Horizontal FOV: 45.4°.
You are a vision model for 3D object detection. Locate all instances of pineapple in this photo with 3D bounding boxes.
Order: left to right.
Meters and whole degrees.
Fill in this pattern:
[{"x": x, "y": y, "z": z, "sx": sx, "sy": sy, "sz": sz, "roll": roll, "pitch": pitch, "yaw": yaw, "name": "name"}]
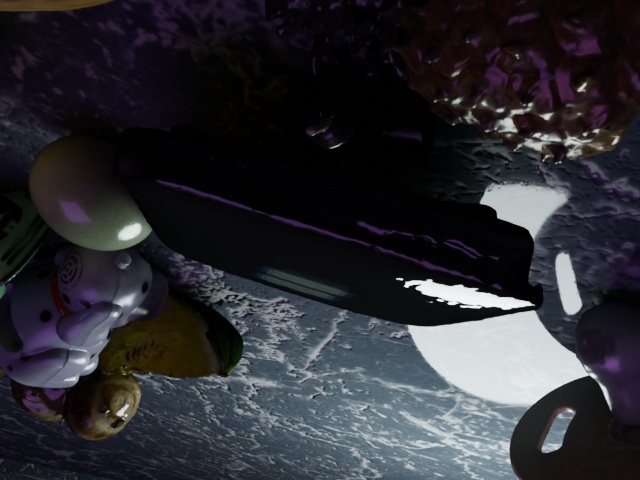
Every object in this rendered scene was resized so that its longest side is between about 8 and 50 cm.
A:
[{"x": 0.075, "y": -0.157, "z": 0.490, "sx": 0.278, "sy": 0.158, "sz": 0.158, "roll": 23, "pitch": 152, "yaw": 11, "name": "pineapple"}]

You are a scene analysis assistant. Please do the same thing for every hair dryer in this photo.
[{"x": 0.016, "y": -0.088, "z": 0.579, "sx": 0.124, "sy": 0.071, "sz": 0.219, "roll": 5, "pitch": -168, "yaw": 13, "name": "hair dryer"}]

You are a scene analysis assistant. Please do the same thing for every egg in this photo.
[{"x": -0.238, "y": -0.048, "z": 0.818, "sx": 0.114, "sy": 0.114, "sz": 0.152, "roll": -6, "pitch": 148, "yaw": 31, "name": "egg"}]

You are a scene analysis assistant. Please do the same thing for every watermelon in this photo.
[{"x": -0.217, "y": 0.151, "z": 1.136, "sx": 0.301, "sy": 0.129, "sz": 0.123, "roll": -6, "pitch": 144, "yaw": 43, "name": "watermelon"}]

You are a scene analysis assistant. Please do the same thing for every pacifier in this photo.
[{"x": 0.374, "y": 0.211, "z": 0.900, "sx": 0.332, "sy": 0.273, "sz": 0.220, "roll": -9, "pitch": 168, "yaw": 40, "name": "pacifier"}]

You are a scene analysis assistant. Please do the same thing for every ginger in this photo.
[{"x": -0.480, "y": 0.191, "z": 1.280, "sx": 0.375, "sy": 0.176, "sz": 0.256, "roll": 36, "pitch": 168, "yaw": -15, "name": "ginger"}]

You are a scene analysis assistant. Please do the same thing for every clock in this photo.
[{"x": -0.322, "y": 0.077, "z": 1.048, "sx": 0.254, "sy": 0.189, "sz": 0.189, "roll": -31, "pitch": 129, "yaw": 32, "name": "clock"}]

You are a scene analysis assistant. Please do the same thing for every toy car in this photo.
[{"x": -0.478, "y": 0.003, "z": 1.002, "sx": 0.306, "sy": 0.136, "sz": 0.125, "roll": -7, "pitch": 131, "yaw": 36, "name": "toy car"}]

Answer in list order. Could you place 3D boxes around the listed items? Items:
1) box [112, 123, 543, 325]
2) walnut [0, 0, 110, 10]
[{"x": 0.000, "y": 0.000, "z": 0.730, "sx": 0.359, "sy": 0.091, "sz": 0.350, "roll": 15, "pitch": 169, "yaw": -3, "name": "box"}, {"x": -0.158, "y": -0.220, "z": 0.418, "sx": 0.225, "sy": 0.193, "sz": 0.193, "roll": 4, "pitch": 149, "yaw": 20, "name": "walnut"}]
